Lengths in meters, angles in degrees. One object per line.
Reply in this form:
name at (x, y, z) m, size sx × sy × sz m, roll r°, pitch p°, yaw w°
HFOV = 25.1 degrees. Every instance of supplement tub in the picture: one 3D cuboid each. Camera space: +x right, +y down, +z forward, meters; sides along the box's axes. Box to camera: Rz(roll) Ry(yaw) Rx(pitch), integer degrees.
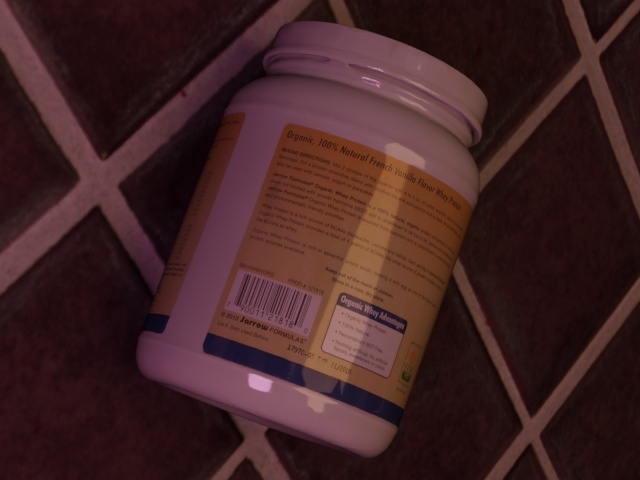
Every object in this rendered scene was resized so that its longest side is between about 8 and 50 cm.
supplement tub at (0.000, 0.000, 1.200) m, size 0.228 × 0.228 × 0.316 m, roll 29°, pitch 78°, yaw -44°
